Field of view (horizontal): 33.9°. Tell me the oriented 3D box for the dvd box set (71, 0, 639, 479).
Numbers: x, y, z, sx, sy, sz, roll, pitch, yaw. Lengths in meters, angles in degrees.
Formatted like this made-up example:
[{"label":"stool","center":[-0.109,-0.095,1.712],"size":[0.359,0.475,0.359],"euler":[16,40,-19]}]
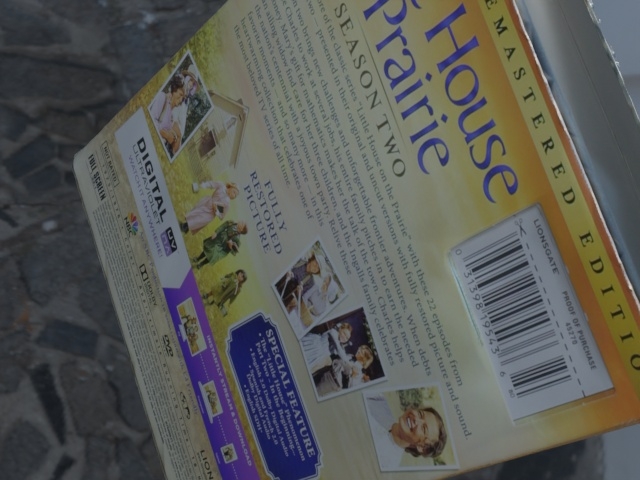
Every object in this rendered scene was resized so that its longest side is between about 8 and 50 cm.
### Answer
[{"label":"dvd box set","center":[0.000,0.000,0.624],"size":[0.062,0.420,0.307],"euler":[-10,75,-40]}]
